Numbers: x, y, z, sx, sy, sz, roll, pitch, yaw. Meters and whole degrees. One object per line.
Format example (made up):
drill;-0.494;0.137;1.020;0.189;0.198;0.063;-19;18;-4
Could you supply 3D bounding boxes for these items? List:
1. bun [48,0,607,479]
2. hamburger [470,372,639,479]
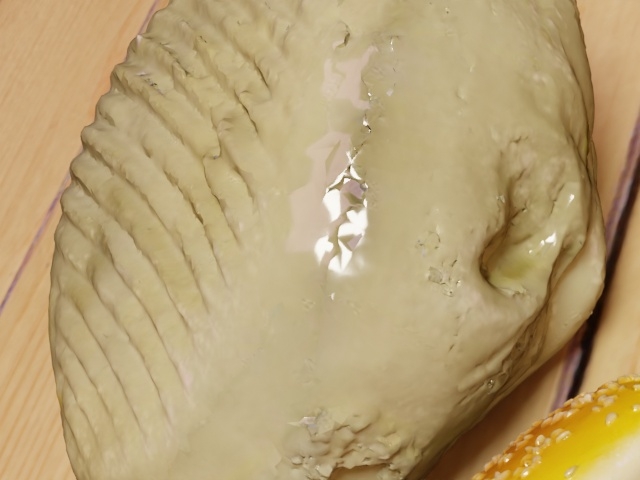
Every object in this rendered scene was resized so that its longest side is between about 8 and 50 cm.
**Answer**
bun;0.000;0.000;0.945;0.326;0.234;0.362;1;69;52
hamburger;0.091;0.145;0.767;0.210;0.173;0.116;-39;73;6
